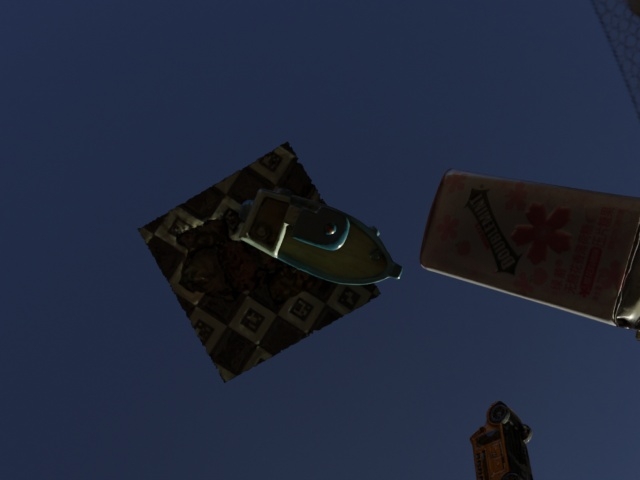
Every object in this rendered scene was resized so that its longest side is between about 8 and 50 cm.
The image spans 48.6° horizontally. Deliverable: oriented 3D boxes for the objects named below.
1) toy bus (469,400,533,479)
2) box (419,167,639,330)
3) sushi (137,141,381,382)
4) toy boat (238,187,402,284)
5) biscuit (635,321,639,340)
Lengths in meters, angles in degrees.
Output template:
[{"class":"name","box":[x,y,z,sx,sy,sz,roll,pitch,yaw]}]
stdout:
[{"class":"toy bus","box":[0.297,0.363,1.151,0.083,0.088,0.194,42,-149,-27]},{"class":"box","box":[0.340,0.002,1.112,0.112,0.369,0.190,13,-88,-42]},{"class":"sushi","box":[-0.098,0.033,1.147,0.292,0.059,0.294,-30,-85,-12]},{"class":"toy boat","box":[0.000,0.000,0.873,0.215,0.102,0.088,23,-89,-5]},{"class":"biscuit","box":[0.652,0.123,1.215,0.199,0.040,0.121,3,-96,31]}]
